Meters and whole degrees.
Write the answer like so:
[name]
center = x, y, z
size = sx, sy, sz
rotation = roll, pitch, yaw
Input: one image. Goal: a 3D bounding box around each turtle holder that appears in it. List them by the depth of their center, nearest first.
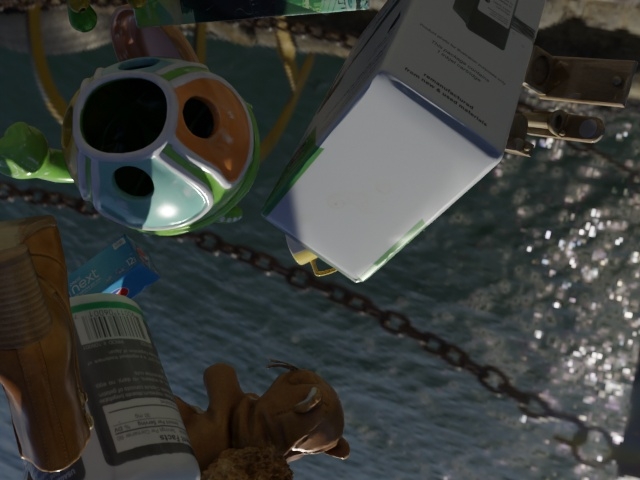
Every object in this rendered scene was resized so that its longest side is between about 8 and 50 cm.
[turtle holder]
center = -0.249, -0.144, 1.197
size = 0.320, 0.243, 0.227
rotation = 23, 176, 14

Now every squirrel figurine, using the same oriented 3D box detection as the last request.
[squirrel figurine]
center = -0.133, 0.396, 1.610
size = 0.370, 0.397, 0.281
rotation = -14, 122, 7

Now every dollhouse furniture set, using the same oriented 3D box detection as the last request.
[dollhouse furniture set]
center = 0.270, -0.172, 1.068
size = 0.151, 0.144, 0.123
rotation = 15, -179, -43

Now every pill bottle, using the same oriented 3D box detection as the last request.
[pill bottle]
center = -0.279, 0.268, 1.169
size = 0.204, 0.361, 0.204
rotation = -20, 153, -11

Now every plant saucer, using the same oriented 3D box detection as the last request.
[plant saucer]
center = -0.242, -0.271, 1.356
size = 0.200, 0.037, 0.200
rotation = 35, 147, 26

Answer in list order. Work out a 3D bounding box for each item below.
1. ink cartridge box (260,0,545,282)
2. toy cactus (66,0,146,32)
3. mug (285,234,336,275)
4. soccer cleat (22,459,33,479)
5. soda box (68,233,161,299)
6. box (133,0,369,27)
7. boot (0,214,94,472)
[ink cartridge box]
center = 0.061, -0.098, 0.590
size = 0.087, 0.208, 0.153
rotation = 34, 136, -9
[toy cactus]
center = -0.247, -0.319, 0.878
size = 0.180, 0.112, 0.219
rotation = 18, 139, -9
[mug]
center = -0.001, -0.004, 1.107
size = 0.064, 0.062, 0.078
rotation = -19, 133, 14
[soccer cleat]
center = -0.449, 0.400, 1.425
size = 0.068, 0.076, 0.196
rotation = 1, 131, -11
[soda box]
center = -0.369, 0.085, 1.441
size = 0.067, 0.210, 0.071
rotation = 57, -176, 28
[box]
center = -0.100, -0.404, 1.155
size = 0.322, 0.058, 0.232
rotation = -4, 128, 1
[boot]
center = -0.291, 0.093, 0.883
size = 0.104, 0.211, 0.295
rotation = -13, -165, -15
